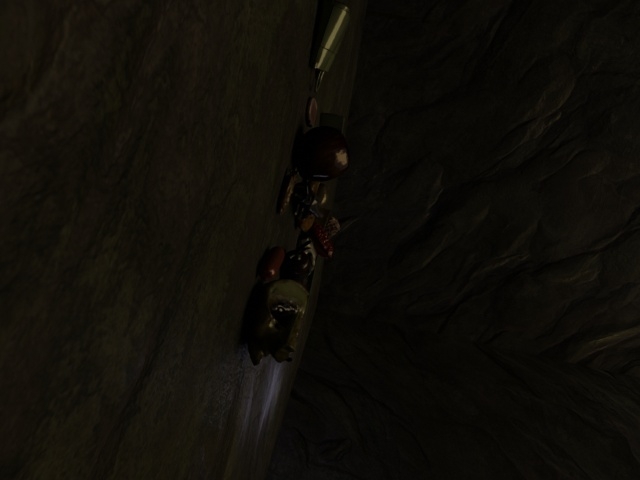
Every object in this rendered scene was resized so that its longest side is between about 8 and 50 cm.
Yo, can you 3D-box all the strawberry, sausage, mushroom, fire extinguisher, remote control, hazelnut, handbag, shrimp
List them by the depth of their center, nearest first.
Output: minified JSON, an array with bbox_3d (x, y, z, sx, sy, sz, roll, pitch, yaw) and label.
[{"bbox_3d":[-0.162,0.076,1.396,0.154,0.062,0.062,-69,169,-59],"label":"sausage"},{"bbox_3d":[-0.179,0.273,1.401,0.217,0.212,0.292,-32,-146,26],"label":"mushroom"},{"bbox_3d":[-0.117,-0.178,1.480,0.091,0.043,0.184,137,-28,-86],"label":"shrimp"},{"bbox_3d":[0.011,-0.722,1.570,0.241,0.109,0.315,-63,177,-68],"label":"handbag"},{"bbox_3d":[0.008,-0.317,1.611,0.234,0.218,0.218,92,11,-64],"label":"hazelnut"},{"bbox_3d":[-0.103,0.137,1.849,0.135,0.114,0.337,-28,146,-26],"label":"fire extinguisher"},{"bbox_3d":[0.047,-0.501,2.102,0.038,0.124,0.285,-76,177,-48],"label":"remote control"},{"bbox_3d":[0.001,-0.009,2.219,0.098,0.228,0.174,-30,131,-22],"label":"strawberry"}]

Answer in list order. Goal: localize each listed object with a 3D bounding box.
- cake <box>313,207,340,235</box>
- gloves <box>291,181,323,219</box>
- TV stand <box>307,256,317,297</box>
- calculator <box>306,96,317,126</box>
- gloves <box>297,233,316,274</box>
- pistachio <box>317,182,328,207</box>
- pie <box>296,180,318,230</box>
[{"bbox_3d":[0.033,-0.105,2.574,0.185,0.178,0.207,-67,165,-63],"label":"cake"},{"bbox_3d":[-0.054,-0.157,1.731,0.119,0.142,0.285,-50,168,-14],"label":"gloves"},{"bbox_3d":[-0.078,0.214,2.601,0.088,0.083,0.269,39,64,-82],"label":"TV stand"},{"bbox_3d":[-0.035,-0.514,1.688,0.166,0.024,0.103,42,60,-83],"label":"calculator"},{"bbox_3d":[-0.068,0.082,2.172,0.127,0.111,0.212,-136,-150,-68],"label":"gloves"},{"bbox_3d":[-0.013,-0.231,2.193,0.113,0.113,0.149,93,15,-62],"label":"pistachio"},{"bbox_3d":[-0.058,-0.174,1.961,0.273,0.069,0.273,10,90,-85],"label":"pie"}]
